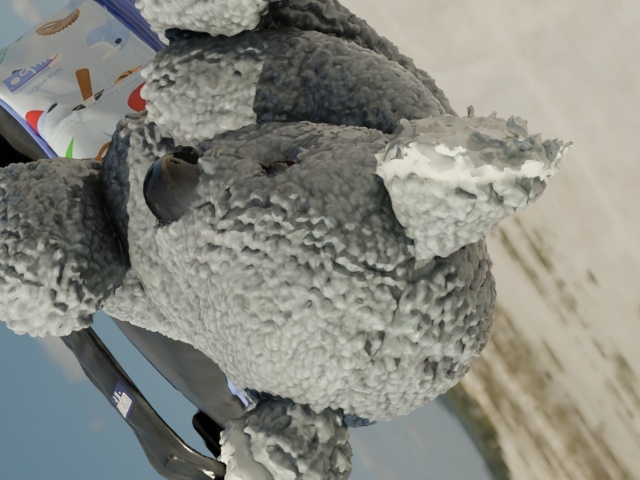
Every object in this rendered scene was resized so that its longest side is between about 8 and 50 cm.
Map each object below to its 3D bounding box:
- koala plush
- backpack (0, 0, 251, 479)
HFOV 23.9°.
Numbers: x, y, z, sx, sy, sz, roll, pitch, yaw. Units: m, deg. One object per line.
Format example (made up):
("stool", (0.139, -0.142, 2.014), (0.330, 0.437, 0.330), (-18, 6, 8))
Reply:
("koala plush", (0.000, 0.000, 0.565), (0.203, 0.196, 0.221), (31, -174, -21))
("backpack", (-0.081, -0.027, 0.877), (0.263, 0.213, 0.276), (37, 158, 26))
